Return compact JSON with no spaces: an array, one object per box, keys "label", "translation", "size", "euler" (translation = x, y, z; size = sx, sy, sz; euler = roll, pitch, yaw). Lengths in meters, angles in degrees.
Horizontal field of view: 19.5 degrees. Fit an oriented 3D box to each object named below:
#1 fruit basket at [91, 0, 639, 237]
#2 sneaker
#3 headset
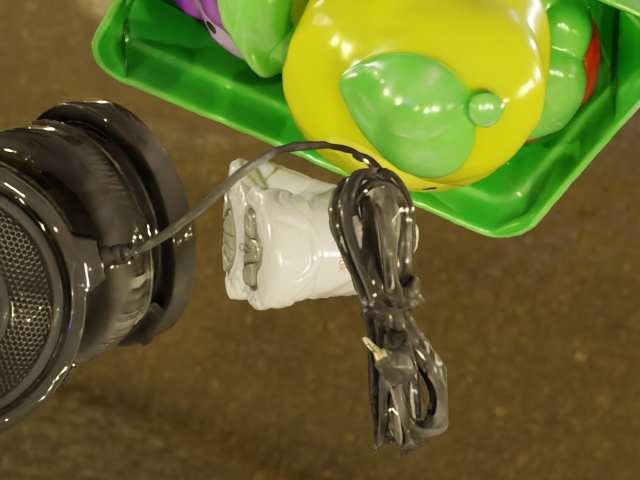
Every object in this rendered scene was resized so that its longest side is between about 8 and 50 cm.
[{"label":"fruit basket","translation":[0.050,-0.128,1.276],"size":[0.392,0.283,0.392],"euler":[18,46,-20]},{"label":"sneaker","translation":[0.000,0.000,1.178],"size":[0.115,0.090,0.232],"euler":[0,11,-10]},{"label":"headset","translation":[-0.138,0.036,0.889],"size":[0.394,0.185,0.243],"euler":[-11,9,22]}]
